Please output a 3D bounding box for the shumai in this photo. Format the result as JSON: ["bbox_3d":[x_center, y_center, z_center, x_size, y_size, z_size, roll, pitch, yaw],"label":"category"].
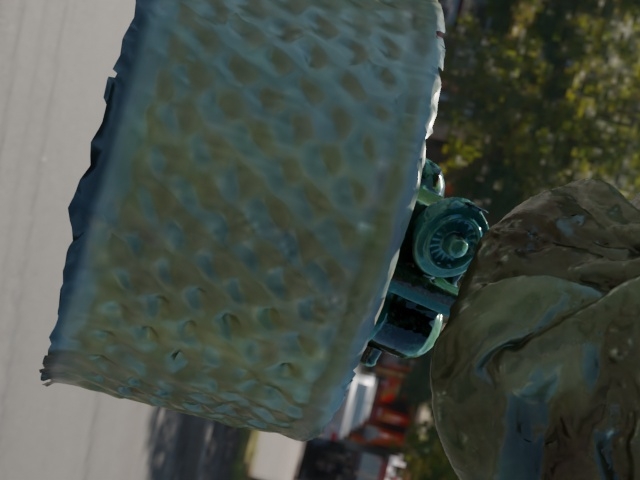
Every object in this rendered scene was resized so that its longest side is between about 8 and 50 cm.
[{"bbox_3d":[0.264,0.076,0.876,0.263,0.304,0.309,-27,-109,48],"label":"shumai"}]

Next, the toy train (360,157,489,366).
[{"bbox_3d":[0.000,0.000,1.035,0.194,0.298,0.120,-59,-150,14],"label":"toy train"}]

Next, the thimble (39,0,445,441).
[{"bbox_3d":[-0.045,-0.031,0.680,0.271,0.150,0.270,-164,-90,-83],"label":"thimble"}]
